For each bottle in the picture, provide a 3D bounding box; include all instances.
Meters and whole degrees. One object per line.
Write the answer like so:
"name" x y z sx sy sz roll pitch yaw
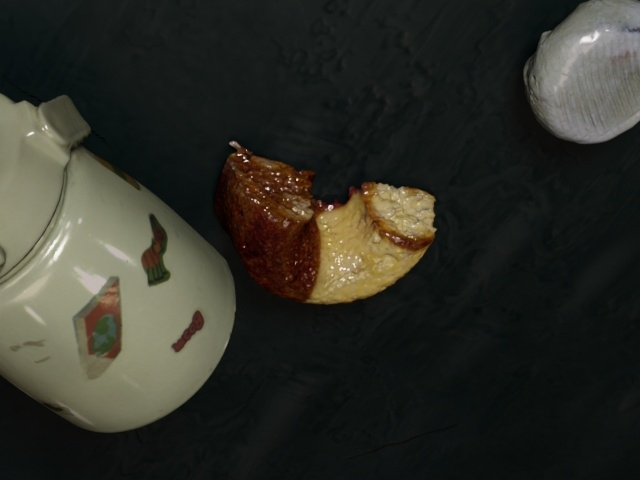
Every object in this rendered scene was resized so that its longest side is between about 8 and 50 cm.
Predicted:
"bottle" -0.247 -0.001 1.208 0.229 0.229 0.352 -27 141 15

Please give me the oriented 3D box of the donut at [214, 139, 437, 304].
"donut" 0.002 0.000 1.364 0.217 0.085 0.141 8 133 -22

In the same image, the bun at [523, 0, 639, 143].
"bun" 0.238 -0.155 1.262 0.141 0.083 0.141 -14 138 -13
